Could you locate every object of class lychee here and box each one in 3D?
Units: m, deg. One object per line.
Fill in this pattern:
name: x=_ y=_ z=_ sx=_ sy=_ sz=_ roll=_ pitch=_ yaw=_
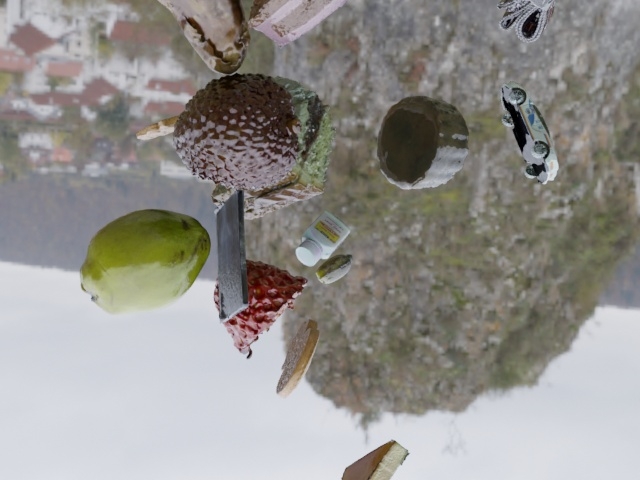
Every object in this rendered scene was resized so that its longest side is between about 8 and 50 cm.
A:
lychee: x=-0.161 y=-0.212 z=1.707 sx=0.271 sy=0.236 sz=0.236 roll=0 pitch=-178 yaw=19

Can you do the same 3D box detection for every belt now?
belt: x=0.511 y=-0.567 z=1.896 sx=0.126 sy=0.094 sz=0.359 roll=35 pitch=156 yaw=-5

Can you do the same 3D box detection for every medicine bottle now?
medicine bottle: x=0.000 y=0.000 z=1.853 sx=0.118 sy=0.074 sz=0.055 roll=-46 pitch=174 yaw=-36

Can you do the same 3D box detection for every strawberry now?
strawberry: x=-0.155 y=0.131 z=1.963 sx=0.178 sy=0.234 sz=0.234 roll=42 pitch=-174 yaw=3

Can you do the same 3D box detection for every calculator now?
calculator: x=-0.189 y=0.035 z=1.831 sx=0.021 sy=0.262 sz=0.161 roll=3 pitch=163 yaw=-24

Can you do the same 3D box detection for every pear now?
pear: x=-0.346 y=0.041 z=1.725 sx=0.269 sy=0.212 sz=0.212 roll=-33 pitch=-160 yaw=-25

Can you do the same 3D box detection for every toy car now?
toy car: x=0.380 y=-0.200 z=1.580 sx=0.056 sy=0.205 sz=0.095 roll=-15 pitch=157 yaw=-2

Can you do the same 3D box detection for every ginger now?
ginger: x=-0.240 y=-0.484 z=1.688 sx=0.321 sy=0.172 sz=0.165 roll=46 pitch=157 yaw=-16

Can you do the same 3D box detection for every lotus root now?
lotus root: x=0.036 y=0.064 z=2.041 sx=0.099 sy=0.054 sz=0.049 roll=-32 pitch=-157 yaw=-3

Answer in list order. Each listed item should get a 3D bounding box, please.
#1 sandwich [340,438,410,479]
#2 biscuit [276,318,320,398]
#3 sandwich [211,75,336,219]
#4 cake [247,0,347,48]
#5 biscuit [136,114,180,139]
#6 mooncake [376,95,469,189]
sandwich: x=0.104 y=0.536 z=1.975 sx=0.058 sy=0.193 sz=0.162 roll=39 pitch=166 yaw=-12
biscuit: x=-0.057 y=0.310 z=2.310 sx=0.044 sy=0.202 sz=0.289 roll=28 pitch=-169 yaw=-5
sandwich: x=-0.101 y=-0.225 z=2.001 sx=0.262 sy=0.325 sz=0.131 roll=-17 pitch=140 yaw=39
cake: x=-0.004 y=-0.496 z=1.650 sx=0.295 sy=0.113 sz=0.116 roll=-30 pitch=131 yaw=24
biscuit: x=-0.341 y=-0.271 z=2.020 sx=0.250 sy=0.035 sz=0.162 roll=-11 pitch=-175 yaw=38
mooncake: x=0.244 y=-0.230 z=2.060 sx=0.124 sy=0.228 sz=0.228 roll=1 pitch=-176 yaw=-40
